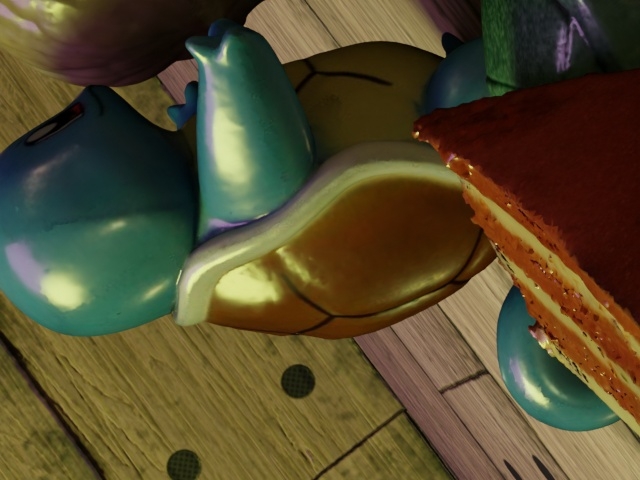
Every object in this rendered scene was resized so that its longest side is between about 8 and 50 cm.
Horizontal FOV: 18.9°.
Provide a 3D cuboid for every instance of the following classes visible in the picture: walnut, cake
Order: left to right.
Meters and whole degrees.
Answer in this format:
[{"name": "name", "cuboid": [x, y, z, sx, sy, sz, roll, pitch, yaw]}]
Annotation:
[{"name": "walnut", "cuboid": [-0.121, -0.216, 1.169, 0.248, 0.248, 0.248, 52, 173, 10]}, {"name": "cake", "cuboid": [0.126, 0.039, 0.715, 0.262, 0.160, 0.158, -5, 126, 47]}]

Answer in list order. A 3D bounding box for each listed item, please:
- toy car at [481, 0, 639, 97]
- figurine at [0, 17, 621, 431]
[{"name": "toy car", "cuboid": [0.144, -0.049, 0.852, 0.321, 0.097, 0.141, 56, 173, -17]}, {"name": "figurine", "cuboid": [0.016, -0.037, 1.136, 0.416, 0.243, 0.298, 11, -176, -9]}]
